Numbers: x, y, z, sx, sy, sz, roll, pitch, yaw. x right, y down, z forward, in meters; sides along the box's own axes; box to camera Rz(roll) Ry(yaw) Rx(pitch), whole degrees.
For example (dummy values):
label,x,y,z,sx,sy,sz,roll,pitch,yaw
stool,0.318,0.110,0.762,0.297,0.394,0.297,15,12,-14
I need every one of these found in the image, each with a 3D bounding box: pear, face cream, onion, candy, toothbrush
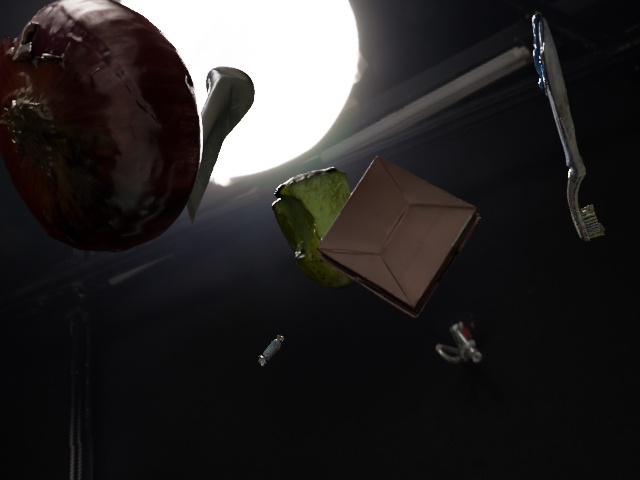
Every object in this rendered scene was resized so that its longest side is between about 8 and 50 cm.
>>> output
label,x,y,z,sx,sy,sz,roll,pitch,yaw
pear,0.000,0.000,1.123,0.164,0.238,0.255,-14,-107,-16
face cream,-0.266,-0.273,1.224,0.137,0.235,0.420,13,-119,-3
onion,-0.295,-0.159,0.712,0.347,0.348,0.285,5,-166,27
candy,-0.113,0.249,1.108,0.083,0.020,0.030,-53,-129,6
toothbrush,0.355,-0.136,0.694,0.042,0.413,0.035,-24,-141,18

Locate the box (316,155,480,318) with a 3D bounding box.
label,x,y,z,sx,sy,sz,roll,pitch,yaw
box,0.131,-0.011,0.850,0.215,0.086,0.215,32,-96,20
